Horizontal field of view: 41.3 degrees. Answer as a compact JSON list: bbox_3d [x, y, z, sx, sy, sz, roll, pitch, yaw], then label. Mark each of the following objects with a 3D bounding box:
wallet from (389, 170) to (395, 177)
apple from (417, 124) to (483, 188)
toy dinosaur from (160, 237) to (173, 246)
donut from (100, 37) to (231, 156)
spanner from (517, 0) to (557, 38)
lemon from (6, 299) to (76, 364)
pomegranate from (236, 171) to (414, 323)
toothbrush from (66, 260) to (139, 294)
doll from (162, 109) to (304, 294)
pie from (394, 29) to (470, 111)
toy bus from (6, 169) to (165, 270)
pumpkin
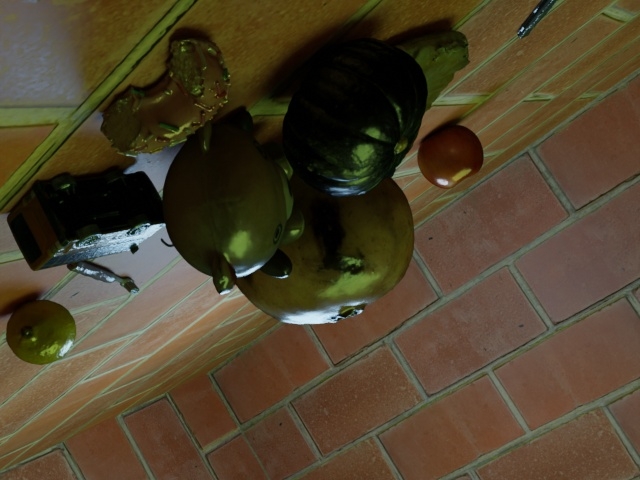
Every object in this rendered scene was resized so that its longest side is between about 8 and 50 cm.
[{"bbox_3d":[0.078,-0.107,2.086,0.247,0.041,0.323,-32,168,-6],"label":"wallet"},{"bbox_3d":[0.318,-0.201,2.070,0.163,0.139,0.163,-33,170,-7],"label":"apple"},{"bbox_3d":[-0.184,-0.045,1.374,0.197,0.080,0.045,-40,164,20],"label":"toy dinosaur"},{"bbox_3d":[-0.155,-0.153,0.928,0.166,0.065,0.117,-35,170,31],"label":"donut"},{"bbox_3d":[0.421,-0.440,1.483,0.093,0.026,0.325,-30,173,-18],"label":"spanner"},{"bbox_3d":[-0.463,0.152,1.408,0.109,0.109,0.133,-32,177,1],"label":"lemon"},{"bbox_3d":[0.000,0.000,1.441,0.322,0.322,0.322,-31,171,-5],"label":"pomegranate"},{"bbox_3d":[-0.375,0.067,1.500,0.024,0.029,0.354,-45,172,-4],"label":"toothbrush"},{"bbox_3d":[-0.120,-0.057,1.144,0.174,0.235,0.330,-5,-177,3],"label":"doll"},{"bbox_3d":[0.118,-0.240,1.374,0.306,0.071,0.306,-35,171,-6],"label":"pie"},{"bbox_3d":[-0.290,-0.026,1.077,0.103,0.091,0.182,-36,169,32],"label":"toy bus"},{"bbox_3d":[0.047,-0.164,1.154,0.220,0.161,0.221,-51,162,-24],"label":"pumpkin"}]
